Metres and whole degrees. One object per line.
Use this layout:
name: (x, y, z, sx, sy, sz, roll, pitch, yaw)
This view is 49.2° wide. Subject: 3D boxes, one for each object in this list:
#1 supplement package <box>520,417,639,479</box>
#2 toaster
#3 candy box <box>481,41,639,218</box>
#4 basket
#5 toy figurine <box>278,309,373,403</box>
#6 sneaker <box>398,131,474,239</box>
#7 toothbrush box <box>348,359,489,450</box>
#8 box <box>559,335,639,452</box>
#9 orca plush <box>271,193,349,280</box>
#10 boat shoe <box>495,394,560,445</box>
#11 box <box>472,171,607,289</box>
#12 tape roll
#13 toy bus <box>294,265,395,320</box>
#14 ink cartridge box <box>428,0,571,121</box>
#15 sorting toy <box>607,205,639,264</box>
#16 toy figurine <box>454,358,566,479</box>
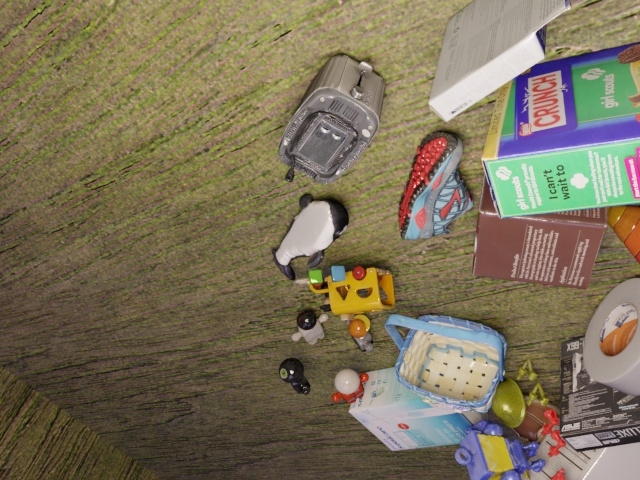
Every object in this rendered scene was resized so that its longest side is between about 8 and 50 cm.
supplement package: (0.637, 0.550, 1.670, 0.177, 0.293, 0.175, 37, 179, -20)
toaster: (0.019, -0.204, 1.193, 0.129, 0.146, 0.227, 28, 138, -10)
candy box: (0.411, -0.167, 0.995, 0.317, 0.268, 0.122, -8, 127, 27)
basket: (0.293, 0.261, 1.555, 0.255, 0.201, 0.289, 10, 147, 30)
toy figurine: (0.019, 0.273, 1.675, 0.213, 0.209, 0.148, 9, 155, 16)
sneaker: (0.228, -0.100, 1.292, 0.125, 0.104, 0.262, 3, 145, -9)
toothbrush box: (0.259, 0.434, 1.834, 0.296, 0.126, 0.216, -17, 128, 36)
box: (0.647, 0.288, 1.439, 0.307, 0.242, 0.076, -26, 123, 38)
orca plush: (0.000, 0.000, 1.467, 0.102, 0.151, 0.287, 0, 144, -28)
boat shoe: (0.582, 0.502, 1.795, 0.324, 0.116, 0.123, 29, 138, -12)
box: (0.381, -0.038, 1.229, 0.203, 0.167, 0.168, 8, 139, 12)
tape roll: (0.606, 0.185, 1.355, 0.072, 0.219, 0.219, 24, 139, -6)
toy bus: (0.058, 0.118, 1.493, 0.191, 0.104, 0.202, -3, 169, -16)
ink cartridge box: (0.255, -0.293, 0.949, 0.045, 0.223, 0.224, 37, 137, -21)
sorting toy: (0.529, -0.056, 1.133, 0.126, 0.127, 0.365, 33, 177, 19)
toy figurine: (0.404, 0.452, 1.585, 0.217, 0.362, 0.191, 3, 138, -16)
